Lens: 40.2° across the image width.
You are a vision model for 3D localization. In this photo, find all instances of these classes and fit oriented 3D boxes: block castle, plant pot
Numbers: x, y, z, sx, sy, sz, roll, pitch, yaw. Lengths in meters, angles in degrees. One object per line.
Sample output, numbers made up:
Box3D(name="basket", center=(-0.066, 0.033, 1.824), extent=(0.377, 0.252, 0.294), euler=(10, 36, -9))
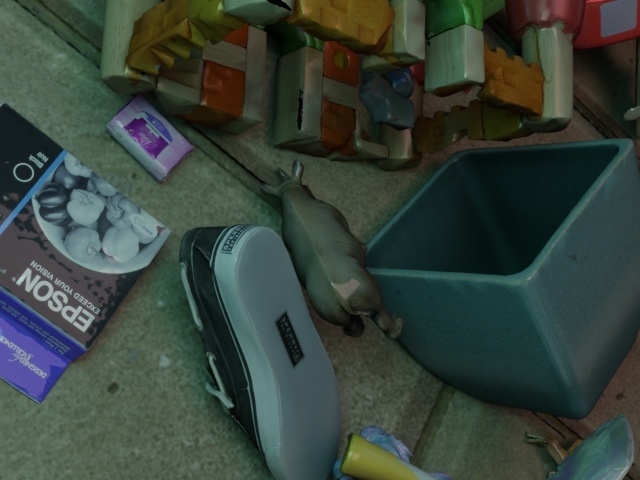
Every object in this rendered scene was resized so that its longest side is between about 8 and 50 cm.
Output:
Box3D(name="block castle", center=(0.026, -0.233, 0.885), extent=(0.453, 0.303, 0.212), euler=(11, 75, -39))
Box3D(name="plant pot", center=(0.234, 0.059, 1.002), extent=(0.247, 0.248, 0.252), euler=(-46, 120, -31))

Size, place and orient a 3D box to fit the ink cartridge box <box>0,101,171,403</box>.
Box3D(name="ink cartridge box", center=(-0.280, 0.010, 0.818), extent=(0.206, 0.045, 0.208), euler=(39, 62, -17))

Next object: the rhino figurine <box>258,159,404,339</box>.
Box3D(name="rhino figurine", center=(0.000, 0.000, 0.922), extent=(0.106, 0.073, 0.243), euler=(42, 16, -51))

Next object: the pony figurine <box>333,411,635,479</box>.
Box3D(name="pony figurine", center=(0.177, 0.304, 0.833), extent=(0.364, 0.351, 0.302), euler=(21, 96, 1))

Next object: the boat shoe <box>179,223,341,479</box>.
Box3D(name="boat shoe", center=(-0.067, 0.126, 0.877), extent=(0.113, 0.105, 0.306), euler=(-46, 127, -42))

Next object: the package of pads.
Box3D(name="package of pads", center=(-0.179, -0.106, 0.914), extent=(0.083, 0.032, 0.050), euler=(45, 58, -13))

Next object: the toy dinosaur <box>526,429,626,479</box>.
Box3D(name="toy dinosaur", center=(0.336, 0.301, 1.101), extent=(0.183, 0.053, 0.092), euler=(32, 62, -20))

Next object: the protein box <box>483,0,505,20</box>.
Box3D(name="protein box", center=(0.152, -0.379, 1.080), extent=(0.200, 0.201, 0.135), euler=(28, 65, -22))

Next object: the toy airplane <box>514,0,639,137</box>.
Box3D(name="toy airplane", center=(0.457, -0.370, 1.196), extent=(0.386, 0.273, 0.384), euler=(27, 78, -54))

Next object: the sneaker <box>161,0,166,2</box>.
Box3D(name="sneaker", center=(-0.164, -0.327, 0.954), extent=(0.065, 0.076, 0.166), euler=(-17, 87, -32))
